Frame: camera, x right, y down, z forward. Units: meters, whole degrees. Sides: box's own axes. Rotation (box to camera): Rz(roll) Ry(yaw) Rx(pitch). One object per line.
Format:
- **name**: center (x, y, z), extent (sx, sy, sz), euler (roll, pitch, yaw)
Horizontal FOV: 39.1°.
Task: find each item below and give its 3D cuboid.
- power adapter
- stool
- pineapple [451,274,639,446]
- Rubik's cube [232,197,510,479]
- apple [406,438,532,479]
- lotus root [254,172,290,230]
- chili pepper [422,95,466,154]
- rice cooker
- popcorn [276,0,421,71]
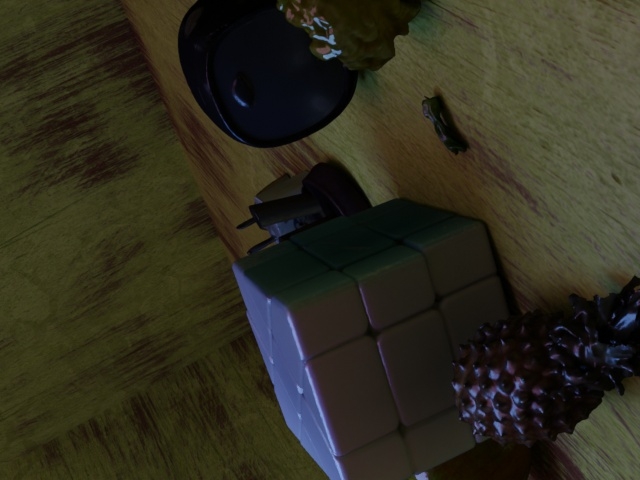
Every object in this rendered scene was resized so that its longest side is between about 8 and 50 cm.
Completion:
- **power adapter**: center (-0.082, -0.045, 1.952), extent (0.130, 0.204, 0.125), euler (66, 167, -24)
- **stool**: center (0.000, 0.000, 1.777), extent (0.272, 0.178, 0.272), euler (56, 167, 20)
- **pineapple**: center (0.288, 0.149, 1.047), extent (0.175, 0.175, 0.361), euler (61, 153, 2)
- **Rubik's cube**: center (0.086, 0.145, 1.372), extent (0.322, 0.315, 0.319), euler (-150, 40, -69)
- **apple**: center (0.236, 0.359, 1.512), extent (0.246, 0.226, 0.246), euler (45, 159, 23)
- **lotus root**: center (-0.091, -0.076, 2.156), extent (0.095, 0.135, 0.159), euler (79, 172, -56)
- **chili pepper**: center (0.158, -0.149, 1.176), extent (0.034, 0.030, 0.091), euler (-32, 88, 52)
- **rice cooker**: center (-0.082, -0.278, 1.377), extent (0.224, 0.267, 0.267), euler (-127, 14, -63)
- **popcorn**: center (0.034, -0.297, 1.080), extent (0.197, 0.155, 0.197), euler (45, -167, -13)
